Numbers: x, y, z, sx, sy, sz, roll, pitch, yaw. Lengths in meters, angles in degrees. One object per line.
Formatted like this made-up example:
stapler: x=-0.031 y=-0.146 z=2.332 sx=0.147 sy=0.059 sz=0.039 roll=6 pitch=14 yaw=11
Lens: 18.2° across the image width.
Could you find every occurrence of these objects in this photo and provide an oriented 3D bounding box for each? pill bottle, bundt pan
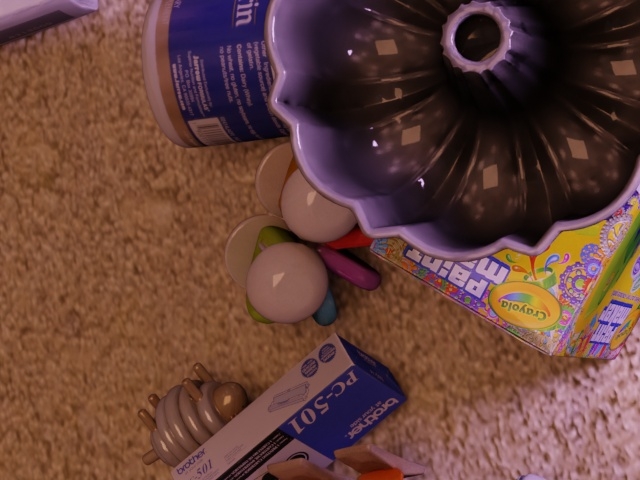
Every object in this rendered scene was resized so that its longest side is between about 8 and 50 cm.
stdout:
pill bottle: x=-0.018 y=-0.173 z=1.843 sx=0.265 sy=0.153 sz=0.153 roll=-6 pitch=84 yaw=17
bundt pan: x=0.130 y=-0.144 z=1.501 sx=0.331 sy=0.124 sz=0.330 roll=-1 pitch=86 yaw=18

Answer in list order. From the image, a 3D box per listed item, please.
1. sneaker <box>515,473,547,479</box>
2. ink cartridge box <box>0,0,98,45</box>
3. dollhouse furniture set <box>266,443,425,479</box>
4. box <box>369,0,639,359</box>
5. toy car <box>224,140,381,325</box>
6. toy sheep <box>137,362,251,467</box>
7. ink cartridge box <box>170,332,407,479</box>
sneaker: x=0.125 y=0.320 z=1.790 sx=0.091 sy=0.094 sz=0.258 roll=25 pitch=94 yaw=15
ink cartridge box: x=-0.418 y=-0.368 z=2.022 sx=0.308 sy=0.091 sz=0.385 roll=-18 pitch=82 yaw=16
dollhouse furniture set: x=-0.035 y=0.324 z=1.777 sx=0.259 sy=0.135 sz=0.262 roll=-16 pitch=59 yaw=33
box: x=0.216 y=-0.061 z=1.684 sx=0.177 sy=0.290 sz=0.279 roll=31 pitch=96 yaw=18
toy car: x=0.000 y=0.000 z=1.842 sx=0.136 sy=0.159 sz=0.182 roll=20 pitch=98 yaw=-19
toy sheep: x=-0.120 y=0.174 z=1.888 sx=0.132 sy=0.091 sz=0.091 roll=-34 pitch=76 yaw=28
ink cartridge box: x=-0.030 y=0.180 z=1.846 sx=0.207 sy=0.097 sz=0.046 roll=-41 pitch=49 yaw=11
